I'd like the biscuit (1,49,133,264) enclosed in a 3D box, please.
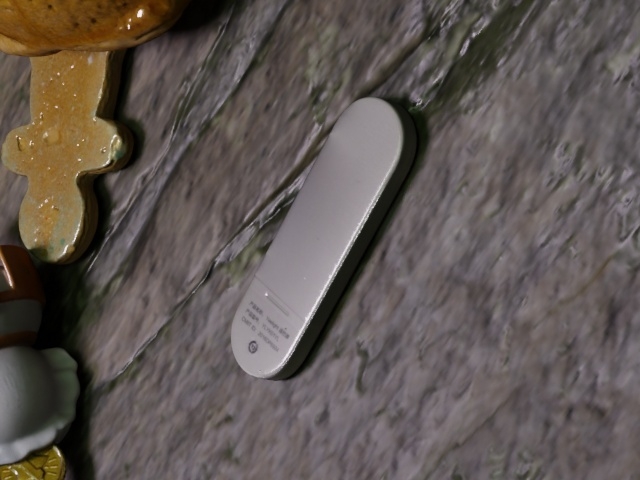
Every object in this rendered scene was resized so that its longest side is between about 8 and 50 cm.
[{"bbox_3d":[-0.222,-0.095,1.660,0.153,0.030,0.234,-3,81,41],"label":"biscuit"}]

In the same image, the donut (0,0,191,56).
[{"bbox_3d":[-0.205,-0.303,1.580,0.317,0.150,0.299,-45,55,15],"label":"donut"}]

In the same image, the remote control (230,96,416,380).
[{"bbox_3d":[0.000,0.000,1.457,0.077,0.022,0.245,41,110,40],"label":"remote control"}]

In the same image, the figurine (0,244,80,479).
[{"bbox_3d":[-0.290,0.097,1.623,0.143,0.143,0.271,-46,55,26],"label":"figurine"}]
